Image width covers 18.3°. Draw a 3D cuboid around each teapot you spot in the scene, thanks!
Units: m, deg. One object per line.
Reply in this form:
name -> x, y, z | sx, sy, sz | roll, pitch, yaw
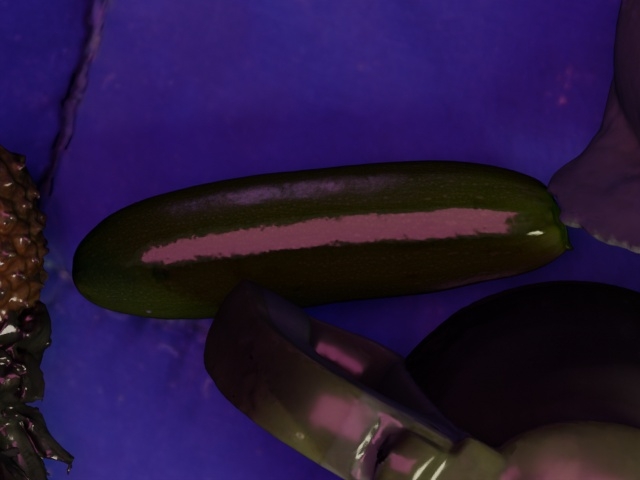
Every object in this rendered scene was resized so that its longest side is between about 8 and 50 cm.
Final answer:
teapot -> 0.112, 0.112, 1.035 | 0.239, 0.239, 0.322 | -33, 90, 5

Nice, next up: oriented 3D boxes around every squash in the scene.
squash -> -0.001, -0.001, 1.162 | 0.292, 0.082, 0.082 | -7, 83, 6

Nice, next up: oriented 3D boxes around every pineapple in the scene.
pineapple -> -0.204, 0.065, 1.178 | 0.125, 0.125, 0.251 | -11, 88, 9

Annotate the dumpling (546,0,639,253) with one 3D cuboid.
dumpling -> 0.305, -0.112, 1.069 | 0.270, 0.211, 0.321 | 32, 104, 47
